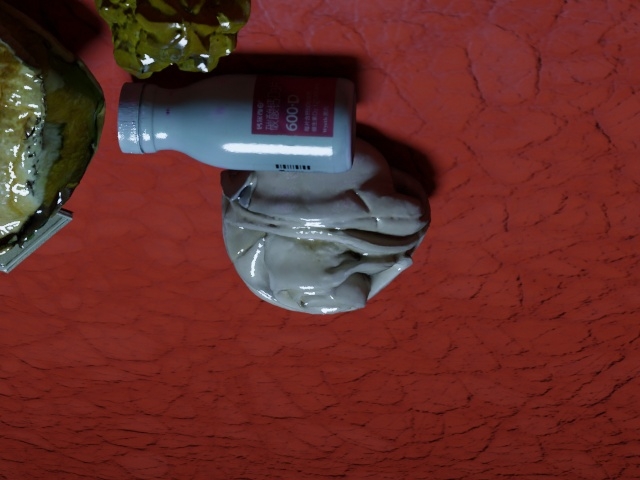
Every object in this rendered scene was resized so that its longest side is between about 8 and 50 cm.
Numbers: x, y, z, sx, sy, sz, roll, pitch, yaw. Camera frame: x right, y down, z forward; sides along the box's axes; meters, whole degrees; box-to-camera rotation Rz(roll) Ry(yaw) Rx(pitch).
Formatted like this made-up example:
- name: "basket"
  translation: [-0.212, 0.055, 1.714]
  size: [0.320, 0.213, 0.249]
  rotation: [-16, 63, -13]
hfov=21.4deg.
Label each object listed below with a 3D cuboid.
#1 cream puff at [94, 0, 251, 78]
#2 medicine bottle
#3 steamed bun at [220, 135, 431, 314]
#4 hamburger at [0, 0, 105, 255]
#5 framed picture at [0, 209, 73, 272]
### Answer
- name: "cream puff"
  translation: [-0.125, -0.187, 1.414]
  size: [0.146, 0.116, 0.146]
  rotation: [1, 150, 0]
- name: "medicine bottle"
  translation: [-0.077, -0.111, 1.574]
  size: [0.216, 0.090, 0.090]
  rotation: [3, 152, 4]
- name: "steamed bun"
  translation: [-0.002, -0.001, 1.713]
  size: [0.211, 0.144, 0.218]
  rotation: [25, 145, -34]
- name: "hamburger"
  translation: [-0.335, -0.114, 1.516]
  size: [0.265, 0.134, 0.285]
  rotation: [41, 123, -8]
- name: "framed picture"
  translation: [-0.409, -0.031, 1.852]
  size: [0.231, 0.010, 0.173]
  rotation: [20, 148, -27]
